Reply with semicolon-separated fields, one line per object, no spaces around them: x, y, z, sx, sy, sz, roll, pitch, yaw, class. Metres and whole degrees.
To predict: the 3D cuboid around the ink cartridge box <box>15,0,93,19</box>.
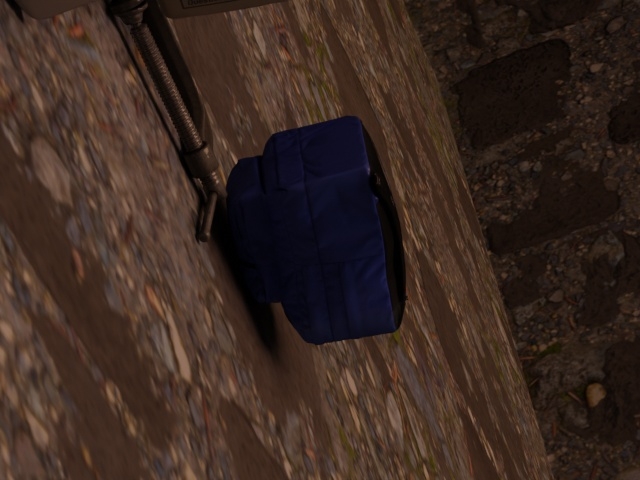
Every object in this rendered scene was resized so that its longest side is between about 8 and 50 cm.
-0.105;-0.261;0.692;0.353;0.207;0.119;58;17;-54;ink cartridge box

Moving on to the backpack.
0.000;0.000;1.074;0.098;0.101;0.120;-87;164;-62;backpack

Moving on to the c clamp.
-0.086;-0.095;1.028;0.137;0.022;0.160;-87;155;-68;c clamp

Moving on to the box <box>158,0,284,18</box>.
-0.051;-0.265;0.918;0.311;0.148;0.121;75;8;-56;box
